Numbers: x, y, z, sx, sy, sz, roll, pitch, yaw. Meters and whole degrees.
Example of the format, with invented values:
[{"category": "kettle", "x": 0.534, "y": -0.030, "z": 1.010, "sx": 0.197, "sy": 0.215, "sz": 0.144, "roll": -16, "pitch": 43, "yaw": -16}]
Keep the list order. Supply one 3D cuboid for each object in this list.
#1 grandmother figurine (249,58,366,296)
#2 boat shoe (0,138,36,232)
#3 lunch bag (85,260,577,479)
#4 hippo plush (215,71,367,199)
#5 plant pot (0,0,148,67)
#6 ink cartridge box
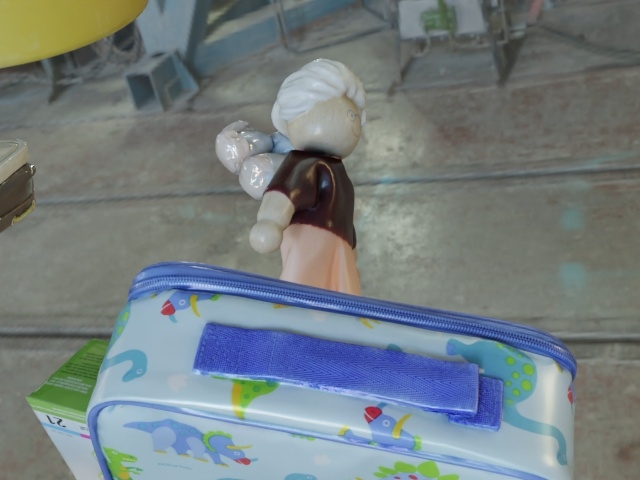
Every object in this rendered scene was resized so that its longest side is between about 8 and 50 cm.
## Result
[{"category": "grandmother figurine", "x": 0.000, "y": 0.000, "z": 0.812, "sx": 0.104, "sy": 0.208, "sz": 0.342, "roll": -1, "pitch": 75, "yaw": 11}, {"category": "boat shoe", "x": -0.445, "y": -0.011, "z": 1.037, "sx": 0.116, "sy": 0.097, "sz": 0.324, "roll": 5, "pitch": 32, "yaw": 21}, {"category": "lunch bag", "x": 0.006, "y": 0.092, "z": 0.435, "sx": 0.219, "sy": 0.176, "sz": 0.090, "roll": 9, "pitch": 57, "yaw": 3}, {"category": "hippo plush", "x": -0.020, "y": -0.166, "z": 1.615, "sx": 0.236, "sy": 0.294, "sz": 0.234, "roll": -45, "pitch": 31, "yaw": 10}, {"category": "plant pot", "x": -0.276, "y": -0.285, "z": 0.682, "sx": 0.254, "sy": 0.239, "sz": 0.254, "roll": -3, "pitch": 33, "yaw": 2}, {"category": "ink cartridge box", "x": -0.144, "y": 0.232, "z": 0.877, "sx": 0.188, "sy": 0.255, "sz": 0.097, "roll": 4, "pitch": 35, "yaw": 37}]
